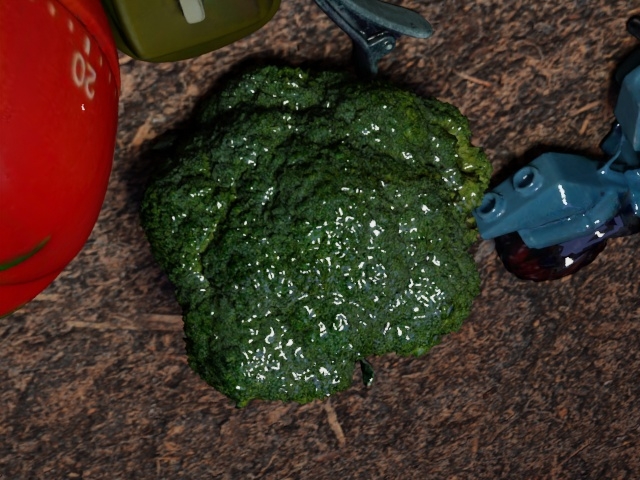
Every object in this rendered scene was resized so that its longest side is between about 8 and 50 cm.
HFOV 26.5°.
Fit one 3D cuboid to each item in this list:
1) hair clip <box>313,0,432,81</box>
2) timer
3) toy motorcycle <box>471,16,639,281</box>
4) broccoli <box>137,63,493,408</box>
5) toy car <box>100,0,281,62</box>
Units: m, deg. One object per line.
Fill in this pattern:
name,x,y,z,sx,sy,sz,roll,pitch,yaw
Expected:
hair clip,-0.001,-0.233,1.152,0.083,0.048,0.275,-34,139,14
timer,-0.323,-0.098,0.897,0.378,0.279,0.378,-2,156,-1
toy motorcycle,0.330,-0.114,1.396,0.416,0.172,0.232,-34,135,21
broccoli,0.000,0.000,1.240,0.321,0.303,0.283,-1,173,0
toy car,-0.109,-0.230,0.955,0.204,0.198,0.248,-18,132,-2
